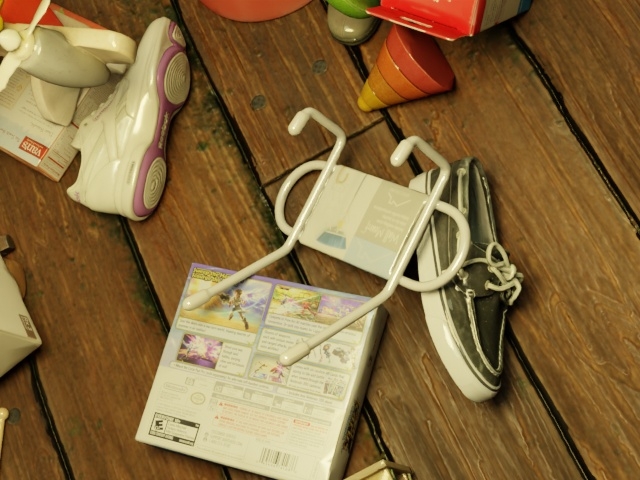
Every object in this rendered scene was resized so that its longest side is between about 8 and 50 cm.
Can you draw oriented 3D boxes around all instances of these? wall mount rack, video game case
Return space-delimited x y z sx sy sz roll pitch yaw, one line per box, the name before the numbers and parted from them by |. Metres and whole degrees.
wall mount rack | 0.000 0.000 1.381 0.350 0.130 0.304 22 84 48
video game case | -0.074 0.171 1.436 0.270 0.061 0.244 11 75 22

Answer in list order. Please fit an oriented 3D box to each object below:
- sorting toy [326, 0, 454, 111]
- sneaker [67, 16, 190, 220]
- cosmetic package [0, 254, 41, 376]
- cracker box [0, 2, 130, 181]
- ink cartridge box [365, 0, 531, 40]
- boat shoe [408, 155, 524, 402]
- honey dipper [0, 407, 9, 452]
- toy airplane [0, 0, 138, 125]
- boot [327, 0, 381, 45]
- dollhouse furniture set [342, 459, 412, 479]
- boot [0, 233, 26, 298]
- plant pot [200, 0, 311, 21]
sorting toy | 0.010 -0.293 1.479 0.126 0.365 0.127 -39 20 28
sneaker | -0.278 -0.183 1.607 0.152 0.114 0.305 7 73 20
cosmetic package | -0.597 0.157 1.548 0.385 0.156 0.217 -41 63 10
cracker box | -0.398 -0.223 1.690 0.156 0.067 0.232 29 81 26
ink cartridge box | 0.172 -0.329 1.449 0.134 0.231 0.078 23 121 24
boat shoe | 0.189 0.040 1.366 0.105 0.113 0.306 -24 54 29
honey dipper | -0.440 0.306 1.532 0.031 0.030 0.160 -5 66 17
toy airplane | -0.442 -0.263 1.474 0.384 0.386 0.272 29 67 -10
boot | 0.044 -0.409 1.554 0.084 0.161 0.246 10 74 22
dollhouse furniture set | 0.058 0.374 1.302 0.161 0.101 0.181 -30 64 14
boot | -0.477 0.048 1.636 0.087 0.042 0.118 -26 63 15
plant pot | -0.110 -0.478 1.574 0.275 0.243 0.274 -4 75 14
